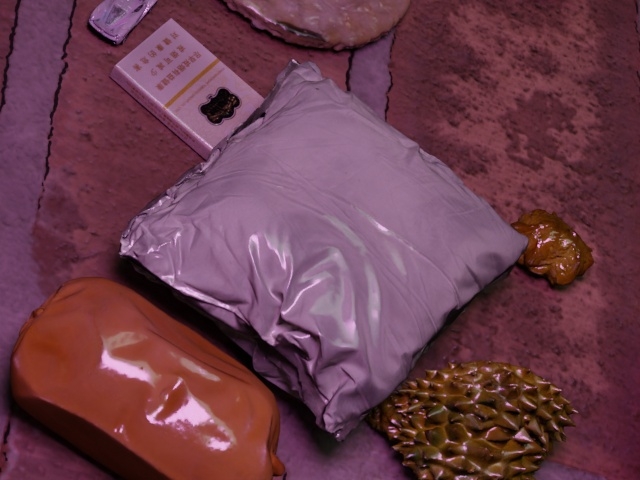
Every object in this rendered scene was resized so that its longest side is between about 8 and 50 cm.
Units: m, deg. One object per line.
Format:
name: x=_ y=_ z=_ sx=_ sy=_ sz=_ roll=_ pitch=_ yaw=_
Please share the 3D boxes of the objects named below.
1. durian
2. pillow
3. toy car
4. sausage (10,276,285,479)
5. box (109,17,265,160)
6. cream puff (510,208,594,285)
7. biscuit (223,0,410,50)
durian: x=0.147 y=0.176 z=1.566 sx=0.187 sy=0.119 sz=0.108 roll=12 pitch=52 yaw=-21
pillow: x=0.000 y=0.000 z=1.594 sx=0.283 sy=0.138 sz=0.310 roll=43 pitch=52 yaw=5
toy car: x=-0.184 y=-0.222 z=1.719 sx=0.041 sy=0.025 sz=0.093 roll=35 pitch=51 yaw=-3
sausage: x=-0.135 y=0.128 z=1.458 sx=0.241 sy=0.120 sz=0.136 roll=37 pitch=63 yaw=-1
box: x=-0.107 y=-0.128 z=1.697 sx=0.167 sy=0.024 sz=0.090 roll=41 pitch=52 yaw=3
cream puff: x=0.224 y=0.004 z=1.752 sx=0.083 sy=0.058 sz=0.083 roll=-19 pitch=68 yaw=-36
biscuit: x=-0.020 y=-0.248 z=1.811 sx=0.250 sy=0.032 sz=0.133 roll=12 pitch=55 yaw=-19
